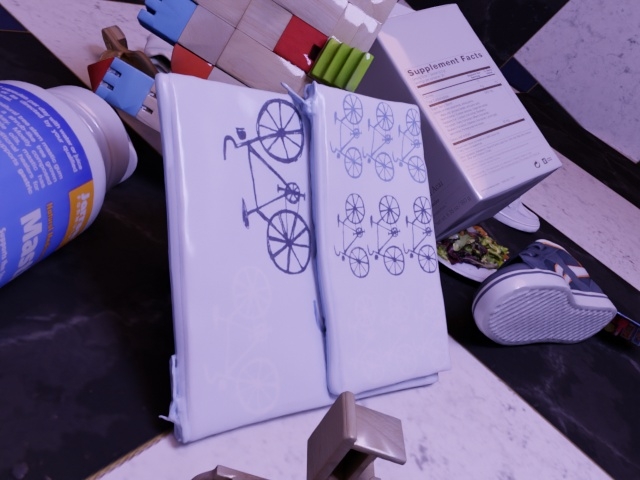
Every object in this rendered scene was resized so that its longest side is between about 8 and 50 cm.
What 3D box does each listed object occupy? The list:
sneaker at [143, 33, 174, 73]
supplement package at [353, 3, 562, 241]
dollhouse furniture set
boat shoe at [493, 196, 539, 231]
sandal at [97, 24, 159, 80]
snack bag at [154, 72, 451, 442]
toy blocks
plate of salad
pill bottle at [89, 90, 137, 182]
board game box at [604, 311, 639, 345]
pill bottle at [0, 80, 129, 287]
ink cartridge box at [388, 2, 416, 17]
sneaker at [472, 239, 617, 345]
[{"bbox_3d":[-0.224,-0.293,1.026,0.152,0.053,0.061,18,47,-15],"label":"sneaker"},{"bbox_3d":[0.169,-0.166,0.901,0.175,0.177,0.293,-22,76,-28],"label":"supplement package"},{"bbox_3d":[-0.025,0.200,0.341,0.101,0.161,0.182,22,30,-14],"label":"dollhouse furniture set"},{"bbox_3d":[0.362,-0.081,1.206,0.184,0.063,0.066,31,30,1],"label":"boat shoe"},{"bbox_3d":[-0.291,-0.234,0.871,0.079,0.088,0.240,-25,47,-19],"label":"sandal"},{"bbox_3d":[0.000,0.000,0.595,0.343,0.037,0.323,0,82,-41],"label":"snack bag"},{"bbox_3d":[-0.093,-0.239,0.727,0.261,0.381,0.191,30,3,-16],"label":"toy blocks"},{"bbox_3d":[0.226,-0.005,0.988,0.200,0.048,0.199,22,32,-15],"label":"plate of salad"},{"bbox_3d":[-0.262,-0.123,0.712,0.067,0.067,0.120,4,39,-38],"label":"pill bottle"},{"bbox_3d":[0.462,0.125,1.004,0.133,0.033,0.169,26,6,-34],"label":"board game box"},{"bbox_3d":[-0.275,-0.044,0.495,0.152,0.152,0.272,31,30,1],"label":"pill bottle"},{"bbox_3d":[0.090,-0.384,1.238,0.198,0.114,0.273,6,2,-36],"label":"ink cartridge box"},{"bbox_3d":[0.294,0.070,0.863,0.321,0.126,0.127,15,36,-45],"label":"sneaker"}]
